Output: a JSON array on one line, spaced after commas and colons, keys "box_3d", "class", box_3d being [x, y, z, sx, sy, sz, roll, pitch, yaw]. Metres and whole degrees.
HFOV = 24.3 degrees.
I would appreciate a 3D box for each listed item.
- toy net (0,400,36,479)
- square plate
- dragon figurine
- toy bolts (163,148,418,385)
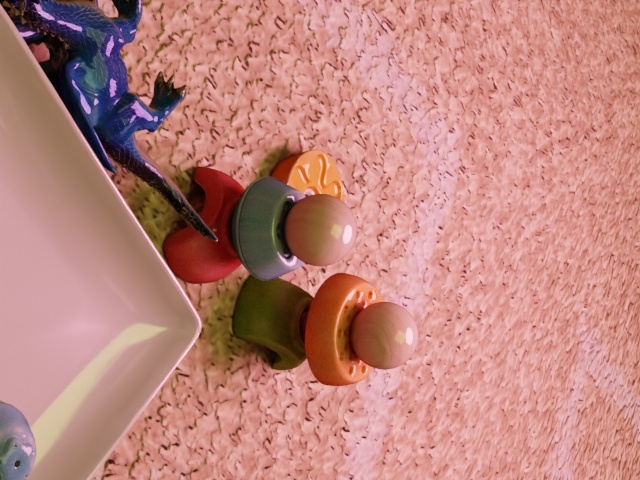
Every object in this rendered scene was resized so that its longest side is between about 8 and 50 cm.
[{"box_3d": [-0.266, 0.192, 0.932, 0.232, 0.045, 0.122, -25, 119, -44], "class": "toy net"}, {"box_3d": [-0.256, 0.067, 0.984, 0.344, 0.049, 0.347, -54, 135, -29], "class": "square plate"}, {"box_3d": [-0.176, -0.099, 1.090, 0.144, 0.085, 0.289, -48, 130, -46], "class": "dragon figurine"}, {"box_3d": [0.000, 0.000, 1.301, 0.228, 0.158, 0.218, 42, 58, -50], "class": "toy bolts"}]
